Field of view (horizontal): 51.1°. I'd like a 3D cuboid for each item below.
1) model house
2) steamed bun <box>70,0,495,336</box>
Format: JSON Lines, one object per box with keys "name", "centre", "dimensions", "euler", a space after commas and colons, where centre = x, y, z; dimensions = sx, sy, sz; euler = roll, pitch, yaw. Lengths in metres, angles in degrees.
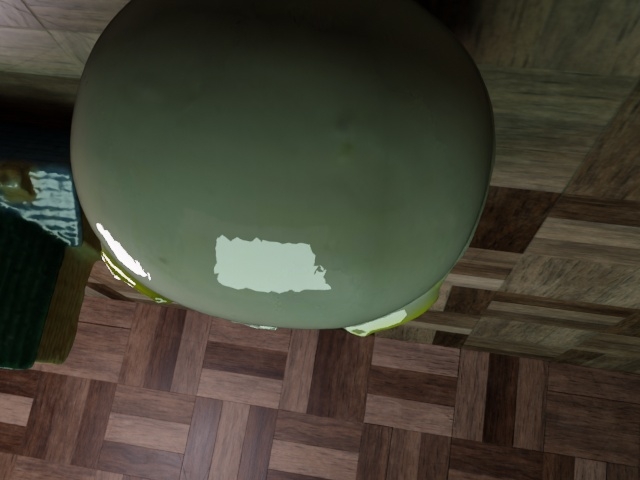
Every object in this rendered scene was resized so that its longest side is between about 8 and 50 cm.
{"name": "model house", "centre": [-0.530, -0.001, 1.068], "dimensions": [0.334, 0.382, 0.342], "euler": [8, 169, -2]}
{"name": "steamed bun", "centre": [-0.034, -0.083, 0.611], "dimensions": [0.374, 0.334, 0.334], "euler": [10, 164, 8]}
